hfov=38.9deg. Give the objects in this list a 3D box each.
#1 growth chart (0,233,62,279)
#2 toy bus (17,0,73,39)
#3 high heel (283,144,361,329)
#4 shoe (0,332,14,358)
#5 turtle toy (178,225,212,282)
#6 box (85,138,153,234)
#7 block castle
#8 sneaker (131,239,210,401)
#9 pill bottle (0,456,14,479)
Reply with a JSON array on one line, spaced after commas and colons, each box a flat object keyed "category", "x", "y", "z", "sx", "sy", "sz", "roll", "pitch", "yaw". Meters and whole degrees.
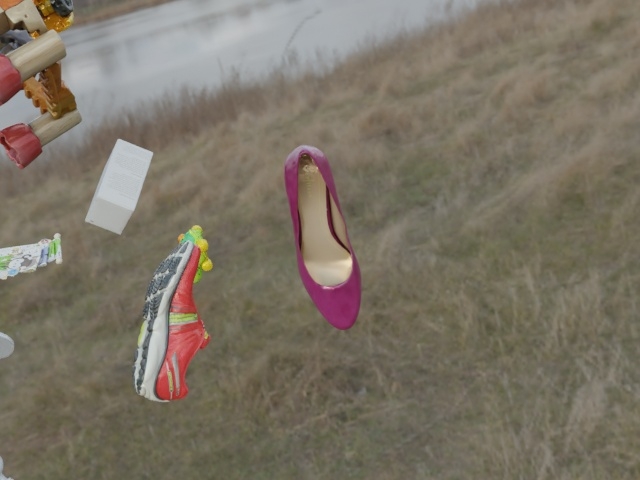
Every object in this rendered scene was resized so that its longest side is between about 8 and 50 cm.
[{"category": "growth chart", "x": -0.713, "y": 0.043, "z": 2.097, "sx": 0.237, "sy": 0.021, "sz": 0.172, "roll": -10, "pitch": 28, "yaw": -20}, {"category": "toy bus", "x": -0.634, "y": -0.576, "z": 2.055, "sx": 0.149, "sy": 0.220, "sz": 0.211, "roll": -19, "pitch": 17, "yaw": 13}, {"category": "high heel", "x": 0.000, "y": 0.000, "z": 1.797, "sx": 0.127, "sy": 0.377, "sz": 0.181, "roll": -18, "pitch": -1, "yaw": 1}, {"category": "shoe", "x": -0.664, "y": 0.169, "z": 1.691, "sx": 0.178, "sy": 0.063, "sz": 0.081, "roll": 14, "pitch": 24, "yaw": -28}, {"category": "turtle toy", "x": -0.277, "y": 0.034, "z": 1.981, "sx": 0.066, "sy": 0.130, "sz": 0.095, "roll": -14, "pitch": 29, "yaw": -12}, {"category": "box", "x": -0.469, "y": -0.125, "z": 2.114, "sx": 0.130, "sy": 0.091, "sz": 0.170, "roll": -44, "pitch": 29, "yaw": 53}, {"category": "block castle", "x": -0.673, "y": -0.375, "z": 1.705, "sx": 0.213, "sy": 0.453, "sz": 0.303, "roll": -37, "pitch": -16, "yaw": -22}, {"category": "sneaker", "x": -0.244, "y": 0.141, "z": 1.566, "sx": 0.118, "sy": 0.279, "sz": 0.107, "roll": 17, "pitch": -10, "yaw": -26}, {"category": "pill bottle", "x": -0.557, "y": 0.348, "z": 1.390, "sx": 0.103, "sy": 0.184, "sz": 0.103, "roll": -44, "pitch": 10, "yaw": 9}]
